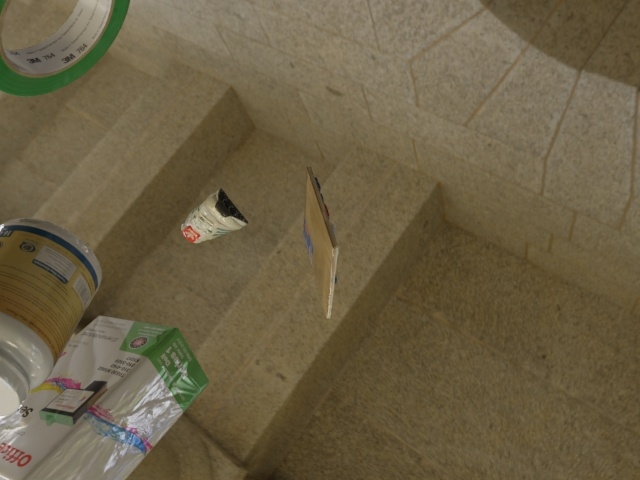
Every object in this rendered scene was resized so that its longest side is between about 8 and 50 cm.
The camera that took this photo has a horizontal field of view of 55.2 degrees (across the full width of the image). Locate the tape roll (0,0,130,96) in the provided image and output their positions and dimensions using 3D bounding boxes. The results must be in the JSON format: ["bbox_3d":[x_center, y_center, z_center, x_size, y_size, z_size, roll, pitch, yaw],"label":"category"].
[{"bbox_3d":[-0.467,-0.399,1.041,0.077,0.321,0.321,40,-100,9],"label":"tape roll"}]

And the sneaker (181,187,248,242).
[{"bbox_3d":[-0.140,-0.022,0.787,0.075,0.161,0.057,-39,-81,-6],"label":"sneaker"}]

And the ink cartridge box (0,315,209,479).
[{"bbox_3d":[-0.329,0.243,0.855,0.201,0.117,0.278,1,-145,37],"label":"ink cartridge box"}]

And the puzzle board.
[{"bbox_3d":[0.000,0.000,0.621,0.011,0.096,0.128,-6,-138,-10],"label":"puzzle board"}]

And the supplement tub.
[{"bbox_3d":[-0.361,0.086,0.716,0.144,0.144,0.200,-4,-138,15],"label":"supplement tub"}]
